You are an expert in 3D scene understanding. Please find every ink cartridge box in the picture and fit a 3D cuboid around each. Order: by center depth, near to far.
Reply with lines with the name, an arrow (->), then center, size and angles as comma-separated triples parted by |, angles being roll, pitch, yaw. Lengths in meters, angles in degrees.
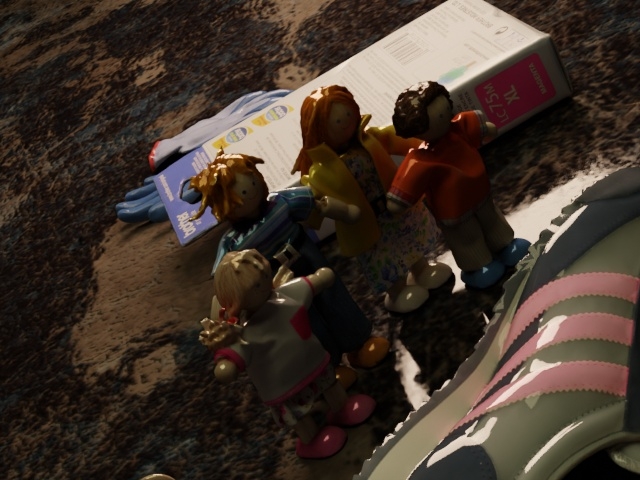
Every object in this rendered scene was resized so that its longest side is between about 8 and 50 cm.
ink cartridge box -> 0.024, -0.082, 1.263 | 0.311, 0.065, 0.186 | -28, 23, -3

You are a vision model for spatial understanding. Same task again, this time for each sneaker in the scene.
sneaker -> 0.136, 0.085, 0.777 | 0.131, 0.112, 0.319 | 12, 47, 34

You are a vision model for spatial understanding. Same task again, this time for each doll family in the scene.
doll family -> 0.000, 0.000, 0.996 | 0.263, 0.163, 0.118 | -44, 27, -29

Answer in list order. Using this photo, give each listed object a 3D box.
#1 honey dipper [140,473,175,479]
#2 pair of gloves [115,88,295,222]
honey dipper -> -0.093, 0.187, 0.896 | 0.030, 0.030, 0.160 | -25, 25, 10
pair of gloves -> -0.100, -0.074, 1.440 | 0.159, 0.023, 0.198 | -22, 24, 21
